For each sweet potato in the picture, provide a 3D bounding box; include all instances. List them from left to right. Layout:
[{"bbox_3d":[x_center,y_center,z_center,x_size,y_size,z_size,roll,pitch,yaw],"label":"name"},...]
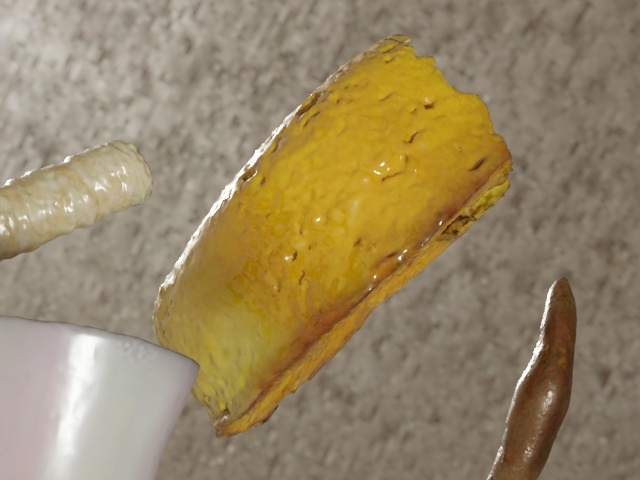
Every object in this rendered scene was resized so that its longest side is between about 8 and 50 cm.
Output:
[{"bbox_3d":[0.219,0.161,1.824,0.078,0.058,0.255,-165,92,-78],"label":"sweet potato"}]

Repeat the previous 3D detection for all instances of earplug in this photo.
[{"bbox_3d":[-0.182,0.207,1.096,0.172,0.172,0.301,-10,69,58],"label":"earplug"}]

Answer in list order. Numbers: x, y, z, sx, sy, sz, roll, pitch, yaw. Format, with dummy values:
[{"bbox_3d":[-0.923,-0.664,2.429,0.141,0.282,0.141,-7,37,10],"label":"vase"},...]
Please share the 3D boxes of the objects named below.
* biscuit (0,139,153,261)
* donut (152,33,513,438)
[{"bbox_3d":[-0.225,-0.013,1.313,0.055,0.219,0.061,52,155,31],"label":"biscuit"},{"bbox_3d":[0.000,0.000,1.627,0.377,0.163,0.435,-44,-5,-5],"label":"donut"}]
